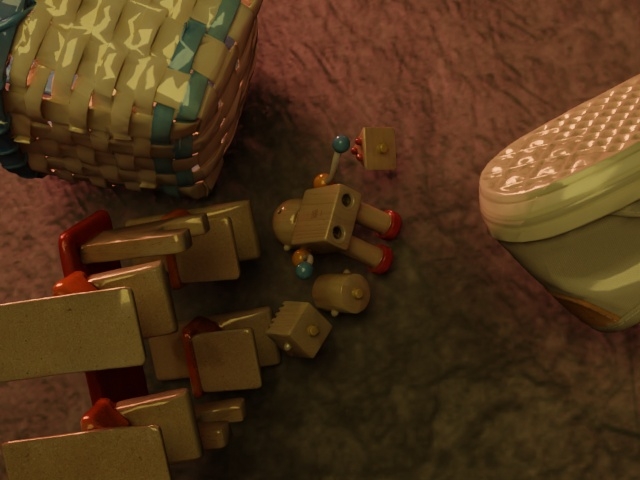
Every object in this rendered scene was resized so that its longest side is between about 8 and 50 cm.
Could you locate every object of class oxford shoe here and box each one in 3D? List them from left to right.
[{"bbox_3d":[0.315,-0.076,0.918,0.449,0.169,0.130,-27,108,-5],"label":"oxford shoe"}]

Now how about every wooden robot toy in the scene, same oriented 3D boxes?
[{"bbox_3d":[0.000,0.000,1.004,0.079,0.076,0.173,-2,66,49],"label":"wooden robot toy"}]

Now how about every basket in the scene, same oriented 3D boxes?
[{"bbox_3d":[-0.189,-0.150,0.998,0.289,0.255,0.201,15,75,-1],"label":"basket"}]

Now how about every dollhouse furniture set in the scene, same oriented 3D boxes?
[{"bbox_3d":[-0.117,0.112,0.891,0.135,0.262,0.259,-9,100,13],"label":"dollhouse furniture set"}]
